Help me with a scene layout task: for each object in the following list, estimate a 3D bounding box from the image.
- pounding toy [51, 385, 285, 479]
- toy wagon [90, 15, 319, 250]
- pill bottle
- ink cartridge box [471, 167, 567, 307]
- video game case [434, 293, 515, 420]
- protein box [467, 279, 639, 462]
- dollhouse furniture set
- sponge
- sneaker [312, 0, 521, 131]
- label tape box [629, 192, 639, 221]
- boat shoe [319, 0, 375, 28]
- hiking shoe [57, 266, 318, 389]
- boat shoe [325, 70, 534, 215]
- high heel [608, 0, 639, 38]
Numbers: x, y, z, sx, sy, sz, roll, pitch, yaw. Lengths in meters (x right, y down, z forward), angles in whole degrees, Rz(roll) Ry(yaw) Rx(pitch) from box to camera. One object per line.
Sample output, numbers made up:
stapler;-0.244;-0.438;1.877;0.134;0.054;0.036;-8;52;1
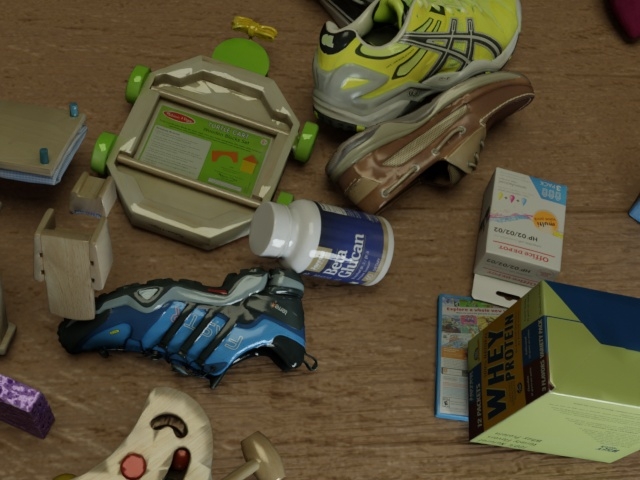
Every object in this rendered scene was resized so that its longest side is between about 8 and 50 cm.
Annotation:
pounding toy;-0.186;0.244;1.103;0.269;0.155;0.154;-21;73;-18
toy wagon;-0.140;-0.155;1.363;0.267;0.068;0.345;19;62;0
pill bottle;0.000;0.000;1.261;0.169;0.094;0.094;11;60;-28
ink cartridge box;0.268;0.000;1.344;0.104;0.062;0.181;14;57;-1
video game case;0.208;0.153;1.291;0.119;0.015;0.166;8;63;-5
protein box;0.306;0.161;1.183;0.199;0.201;0.136;11;61;-13
dollhouse furniture set;-0.367;-0.037;1.235;0.286;0.198;0.303;9;40;1
sponge;-0.408;0.159;1.132;0.210;0.117;0.031;23;65;3
sneaker;0.151;-0.289;1.407;0.384;0.147;0.145;-34;49;-30
label tape box;0.582;-0.075;1.286;0.240;0.334;0.106;36;64;10
boat shoe;0.003;-0.442;1.500;0.335;0.119;0.121;43;65;13
hiking shoe;-0.161;0.115;1.199;0.303;0.113;0.132;-9;76;-5
boat shoe;0.165;-0.128;1.378;0.324;0.123;0.116;-28;78;-14
high heel;0.619;-0.435;1.628;0.377;0.127;0.181;-11;94;-19
